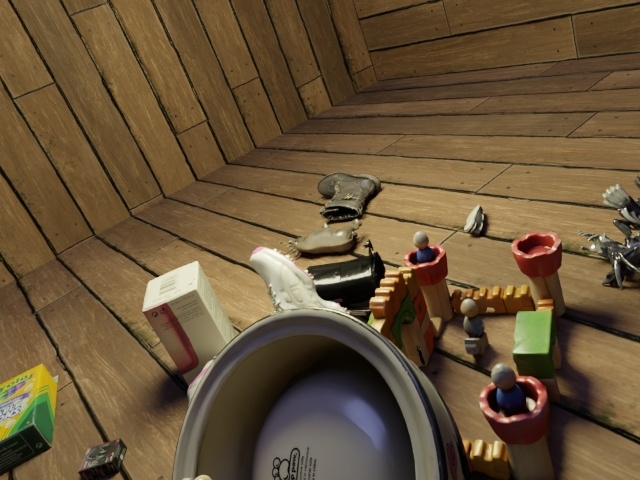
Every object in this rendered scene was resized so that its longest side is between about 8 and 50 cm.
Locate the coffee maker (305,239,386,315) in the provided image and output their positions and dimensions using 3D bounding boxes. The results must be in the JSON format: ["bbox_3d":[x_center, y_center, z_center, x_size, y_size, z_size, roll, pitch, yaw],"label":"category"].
[{"bbox_3d":[0.054,0.089,1.245,0.178,0.171,0.120,-11,11,18],"label":"coffee maker"}]

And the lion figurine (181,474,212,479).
[{"bbox_3d":[-0.230,0.410,0.553,0.240,0.142,0.392,5,44,39],"label":"lion figurine"}]

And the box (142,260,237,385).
[{"bbox_3d":[-0.286,0.190,1.244,0.127,0.232,0.148,-23,24,-2],"label":"box"}]

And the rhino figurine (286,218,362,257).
[{"bbox_3d":[0.000,0.000,1.594,0.244,0.073,0.106,-9,25,30],"label":"rhino figurine"}]

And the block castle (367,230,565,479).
[{"bbox_3d":[0.237,0.153,0.915,0.303,0.212,0.453,-7,29,30],"label":"block castle"}]

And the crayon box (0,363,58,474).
[{"bbox_3d":[-0.759,0.428,1.330,0.203,0.083,0.323,-28,25,-13],"label":"crayon box"}]

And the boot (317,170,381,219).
[{"bbox_3d":[0.058,-0.143,1.816,0.263,0.091,0.229,-1,31,34],"label":"boot"}]

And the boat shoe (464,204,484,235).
[{"bbox_3d":[0.402,-0.052,1.409,0.046,0.038,0.125,-57,-3,34],"label":"boat shoe"}]

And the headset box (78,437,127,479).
[{"bbox_3d":[-0.439,0.441,1.101,0.083,0.032,0.062,-18,25,6],"label":"headset box"}]

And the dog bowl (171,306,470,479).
[{"bbox_3d":[0.001,0.296,0.688,0.408,0.150,0.407,-17,62,35],"label":"dog bowl"}]

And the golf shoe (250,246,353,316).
[{"bbox_3d":[-0.055,0.141,1.140,0.306,0.115,0.140,43,68,15],"label":"golf shoe"}]

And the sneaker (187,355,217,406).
[{"bbox_3d":[-0.178,0.271,1.147,0.252,0.102,0.111,-31,28,-21],"label":"sneaker"}]

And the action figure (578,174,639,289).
[{"bbox_3d":[0.581,-0.019,1.055,0.141,0.164,0.276,35,45,17],"label":"action figure"}]
